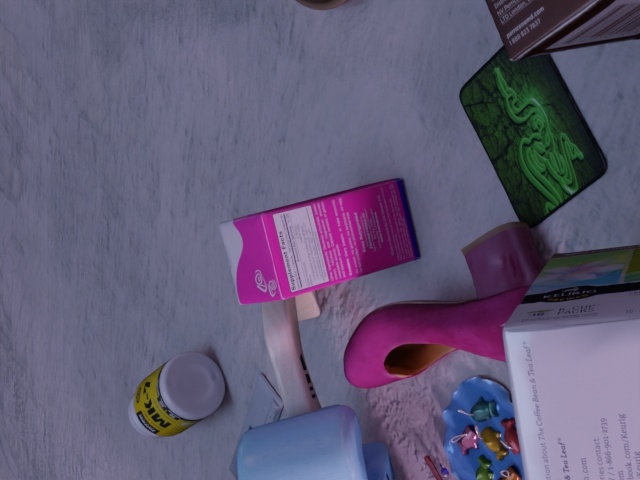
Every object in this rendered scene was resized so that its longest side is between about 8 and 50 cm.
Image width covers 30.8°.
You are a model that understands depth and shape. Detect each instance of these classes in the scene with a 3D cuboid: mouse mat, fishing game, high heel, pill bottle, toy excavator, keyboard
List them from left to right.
[{"bbox_3d":[-0.261,0.280,2.057,0.208,0.119,0.119,-39,70,55],"label":"pill bottle"},{"bbox_3d":[-0.110,0.331,1.953,0.072,0.014,0.256,55,141,36],"label":"keyboard"},{"bbox_3d":[-0.015,0.256,1.543,0.433,0.222,0.445,-71,-33,-74],"label":"toy excavator"},{"bbox_3d":[0.150,0.143,1.378,0.377,0.127,0.181,-48,51,49],"label":"high heel"},{"bbox_3d":[0.205,0.262,1.433,0.189,0.041,0.264,59,142,29],"label":"fishing game"},{"bbox_3d":[0.229,-0.124,1.286,0.152,0.007,0.189,-45,65,52],"label":"mouse mat"}]

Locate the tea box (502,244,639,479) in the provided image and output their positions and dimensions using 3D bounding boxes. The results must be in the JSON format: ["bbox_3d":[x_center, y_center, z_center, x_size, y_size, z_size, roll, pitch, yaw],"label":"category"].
[{"bbox_3d":[0.300,0.181,0.959,0.220,0.323,0.328,-8,98,18],"label":"tea box"}]

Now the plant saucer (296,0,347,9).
[{"bbox_3d":[0.003,-0.434,1.473,0.278,0.041,0.277,27,124,49],"label":"plant saucer"}]

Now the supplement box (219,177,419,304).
[{"bbox_3d":[0.000,0.000,1.474,0.111,0.220,0.113,-10,93,57],"label":"supplement box"}]

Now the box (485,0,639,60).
[{"bbox_3d":[0.206,-0.368,1.062,0.143,0.191,0.381,-32,75,55],"label":"box"}]
